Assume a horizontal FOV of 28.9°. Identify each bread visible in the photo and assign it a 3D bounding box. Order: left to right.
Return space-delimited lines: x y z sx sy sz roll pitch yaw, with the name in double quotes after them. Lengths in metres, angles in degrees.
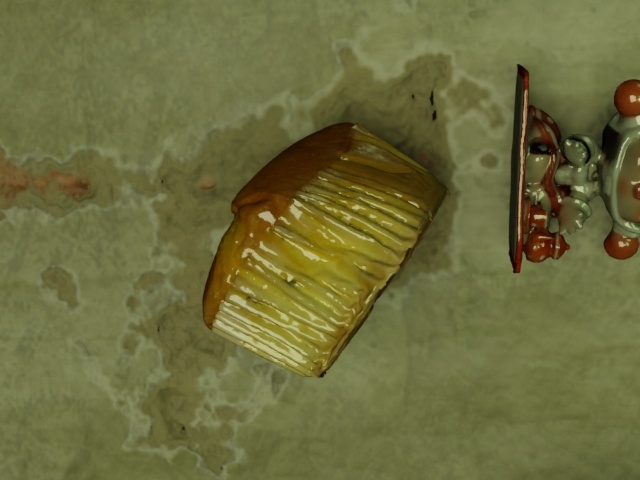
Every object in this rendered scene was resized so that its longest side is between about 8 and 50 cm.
0.000 0.000 1.143 0.156 0.288 0.204 32 117 4 "bread"

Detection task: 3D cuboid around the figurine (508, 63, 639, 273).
0.291 -0.066 1.146 0.226 0.160 0.183 2 101 5 "figurine"
